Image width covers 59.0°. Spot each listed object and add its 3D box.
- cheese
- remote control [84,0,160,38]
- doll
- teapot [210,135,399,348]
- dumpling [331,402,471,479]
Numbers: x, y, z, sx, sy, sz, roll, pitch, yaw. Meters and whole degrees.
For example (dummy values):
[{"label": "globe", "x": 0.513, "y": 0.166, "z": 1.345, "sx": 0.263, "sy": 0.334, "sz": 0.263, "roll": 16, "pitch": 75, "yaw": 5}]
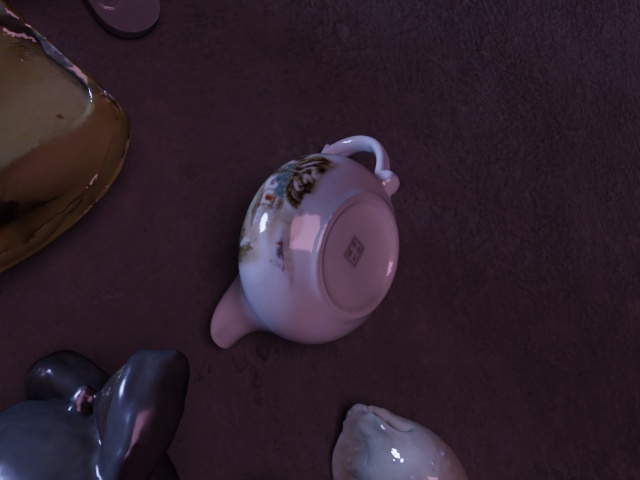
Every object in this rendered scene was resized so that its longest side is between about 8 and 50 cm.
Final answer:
[{"label": "cheese", "x": -0.345, "y": -0.072, "z": 0.496, "sx": 0.259, "sy": 0.128, "sz": 0.316, "roll": 36, "pitch": 62, "yaw": -5}, {"label": "remote control", "x": -0.266, "y": -0.338, "z": 0.634, "sx": 0.077, "sy": 0.022, "sz": 0.245, "roll": -34, "pitch": 94, "yaw": -27}, {"label": "doll", "x": -0.167, "y": 0.283, "z": 0.480, "sx": 0.378, "sy": 0.252, "sz": 0.383, "roll": 28, "pitch": 69, "yaw": -50}, {"label": "teapot", "x": 0.000, "y": 0.000, "z": 0.623, "sx": 0.298, "sy": 0.139, "sz": 0.204, "roll": -55, "pitch": 129, "yaw": -25}, {"label": "dumpling", "x": 0.089, "y": 0.280, "z": 0.626, "sx": 0.155, "sy": 0.181, "sz": 0.111, "roll": -56, "pitch": 143, "yaw": 7}]
